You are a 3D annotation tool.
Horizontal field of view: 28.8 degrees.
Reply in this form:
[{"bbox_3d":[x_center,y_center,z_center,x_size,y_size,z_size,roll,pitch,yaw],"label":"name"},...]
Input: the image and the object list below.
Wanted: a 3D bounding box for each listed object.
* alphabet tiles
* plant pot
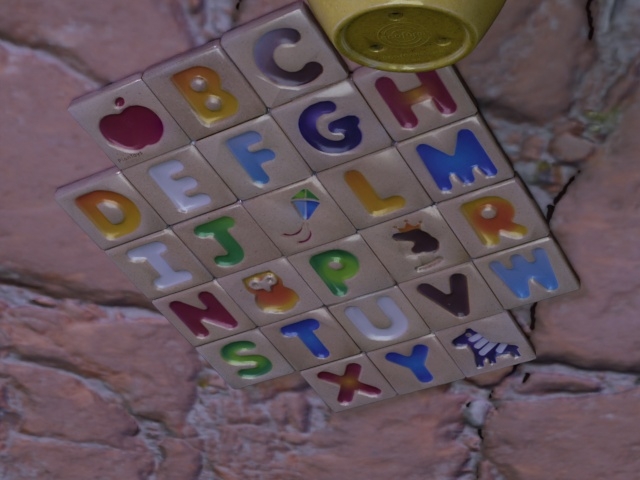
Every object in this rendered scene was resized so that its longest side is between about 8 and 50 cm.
[{"bbox_3d":[0.000,0.000,0.836,0.285,0.011,0.342,-18,131,24],"label":"alphabet tiles"},{"bbox_3d":[0.042,-0.137,0.594,0.134,0.095,0.134,2,161,1],"label":"plant pot"}]
